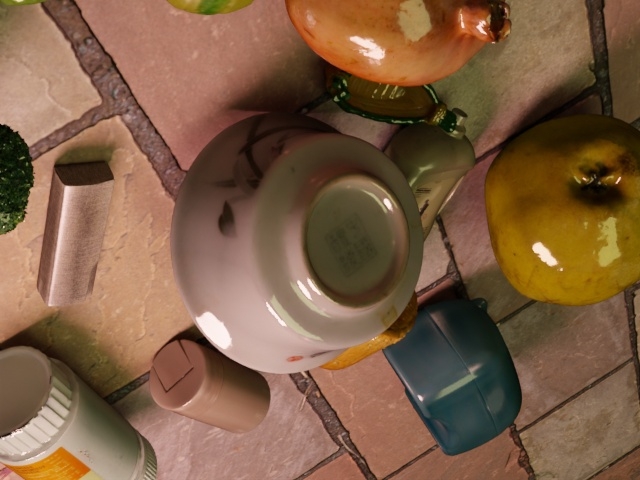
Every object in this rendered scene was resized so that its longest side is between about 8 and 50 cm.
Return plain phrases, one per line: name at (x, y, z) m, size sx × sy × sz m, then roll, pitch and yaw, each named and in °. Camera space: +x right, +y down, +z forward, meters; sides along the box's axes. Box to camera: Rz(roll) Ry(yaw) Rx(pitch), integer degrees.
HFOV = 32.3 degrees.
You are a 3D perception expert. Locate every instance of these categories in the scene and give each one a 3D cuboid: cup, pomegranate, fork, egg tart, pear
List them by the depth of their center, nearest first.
pomegranate at (0.098, -0.285, 1.232) m, size 0.252 × 0.270 × 0.229 m, roll -9°, pitch 128°, yaw -39°
cup at (0.000, 0.000, 1.400) m, size 0.347 × 0.163 × 0.347 m, roll 2°, pitch 87°, yaw -34°
egg tart at (0.030, 0.096, 1.676) m, size 0.202 × 0.202 × 0.147 m, roll 9°, pitch 139°, yaw -42°
fork at (-0.450, 0.342, 1.709) m, size 0.115 × 0.012 × 0.016 m, roll -28°, pitch 146°, yaw -16°
pear at (0.386, -0.034, 1.724) m, size 0.287 × 0.287 × 0.375 m, roll -21°, pitch 167°, yaw -17°

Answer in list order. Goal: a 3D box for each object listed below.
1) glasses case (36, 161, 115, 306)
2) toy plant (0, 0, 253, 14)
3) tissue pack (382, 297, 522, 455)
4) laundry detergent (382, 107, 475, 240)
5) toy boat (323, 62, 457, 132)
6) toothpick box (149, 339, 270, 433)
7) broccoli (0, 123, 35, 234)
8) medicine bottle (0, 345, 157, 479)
glasses case at (-0.313, -0.005, 1.408) m, size 0.071 × 0.047 × 0.205 m, roll -8°, pitch 135°, yaw -31°
toy plant at (-0.211, -0.325, 1.073) m, size 0.316 × 0.184 × 0.224 m, roll 5°, pitch 124°, yaw -20°
tissue pack at (0.249, 0.236, 1.957) m, size 0.206 × 0.198 × 0.287 m, roll -32°, pitch 140°, yaw -1°
laundry detergent at (0.142, -0.085, 1.622) m, size 0.181 × 0.091 × 0.253 m, roll 1°, pitch 130°, yaw -45°
toy boat at (0.088, -0.194, 1.467) m, size 0.229 × 0.088 × 0.089 m, roll 7°, pitch 125°, yaw -41°
toothpick box at (-0.169, 0.229, 1.712) m, size 0.111 × 0.111 × 0.180 m, roll -43°, pitch 143°, yaw 10°
broccoli at (-0.449, -0.048, 1.116) m, size 0.308 × 0.308 × 0.275 m, roll -5°, pitch 158°, yaw -32°
medicine bottle at (-0.369, 0.281, 1.582) m, size 0.158 × 0.158 × 0.318 m, roll -32°, pitch 142°, yaw -3°
